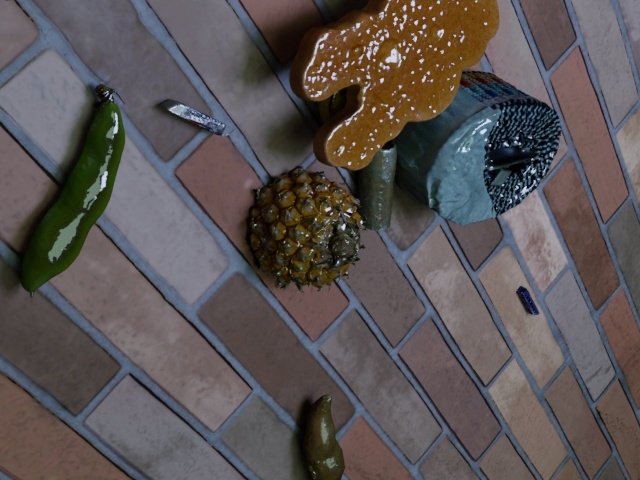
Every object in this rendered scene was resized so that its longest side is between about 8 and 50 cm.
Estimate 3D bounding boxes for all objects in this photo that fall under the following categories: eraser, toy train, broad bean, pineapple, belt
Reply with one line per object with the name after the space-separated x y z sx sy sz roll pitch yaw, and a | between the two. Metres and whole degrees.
-0.150 -0.149 1.071 0.099 0.027 0.019 23 95 -44 | eraser
0.387 0.116 1.631 0.017 0.017 0.083 -46 130 -12 | toy train
-0.274 -0.050 0.999 0.065 0.046 0.254 23 91 -36 | broad bean
0.003 -0.003 1.183 0.161 0.137 0.176 -23 121 -31 | pineapple
0.227 -0.137 1.307 0.257 0.150 0.207 -16 128 -33 | belt

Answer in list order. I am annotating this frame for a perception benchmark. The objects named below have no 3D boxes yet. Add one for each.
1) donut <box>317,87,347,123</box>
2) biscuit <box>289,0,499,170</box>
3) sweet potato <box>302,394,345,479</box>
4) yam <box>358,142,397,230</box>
0.060 -0.202 1.199 0.152 0.058 0.152 -16 119 -33 | donut
0.103 -0.239 1.147 0.334 0.047 0.202 -37 126 -19 | biscuit
0.006 0.359 1.392 0.067 0.067 0.273 -19 120 -32 | sweet potato
0.081 -0.079 1.274 0.054 0.054 0.132 -16 120 -34 | yam
